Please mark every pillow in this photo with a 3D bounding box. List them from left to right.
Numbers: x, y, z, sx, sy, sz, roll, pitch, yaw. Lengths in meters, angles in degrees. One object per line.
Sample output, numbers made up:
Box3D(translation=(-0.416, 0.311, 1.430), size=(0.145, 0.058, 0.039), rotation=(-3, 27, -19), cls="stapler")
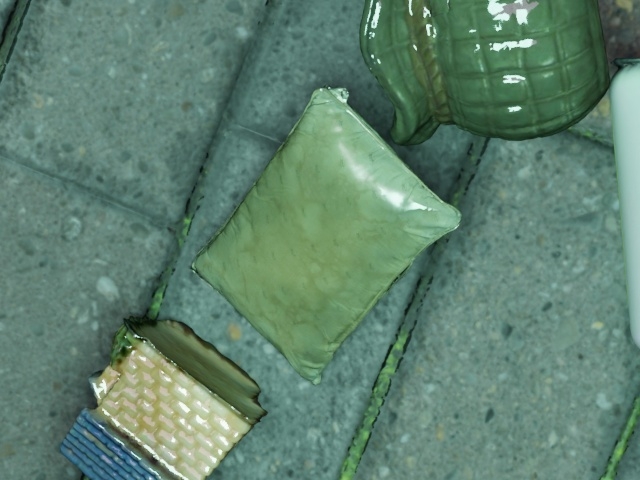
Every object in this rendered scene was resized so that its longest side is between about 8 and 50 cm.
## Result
Box3D(translation=(0.000, 0.000, 1.628), size=(0.185, 0.075, 0.302), rotation=(45, 131, 7), cls="pillow")

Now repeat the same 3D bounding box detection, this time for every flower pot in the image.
Box3D(translation=(0.146, -0.241, 1.550), size=(0.213, 0.302, 0.302), rotation=(-10, 92, 10), cls="flower pot")

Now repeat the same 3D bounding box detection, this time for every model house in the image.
Box3D(translation=(-0.163, 0.187, 1.662), size=(0.166, 0.183, 0.172), rotation=(36, 96, 4), cls="model house")

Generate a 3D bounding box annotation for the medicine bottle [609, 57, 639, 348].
Box3D(translation=(0.391, 0.008, 1.565), size=(0.213, 0.213, 0.379), rotation=(-5, 92, 8), cls="medicine bottle")
